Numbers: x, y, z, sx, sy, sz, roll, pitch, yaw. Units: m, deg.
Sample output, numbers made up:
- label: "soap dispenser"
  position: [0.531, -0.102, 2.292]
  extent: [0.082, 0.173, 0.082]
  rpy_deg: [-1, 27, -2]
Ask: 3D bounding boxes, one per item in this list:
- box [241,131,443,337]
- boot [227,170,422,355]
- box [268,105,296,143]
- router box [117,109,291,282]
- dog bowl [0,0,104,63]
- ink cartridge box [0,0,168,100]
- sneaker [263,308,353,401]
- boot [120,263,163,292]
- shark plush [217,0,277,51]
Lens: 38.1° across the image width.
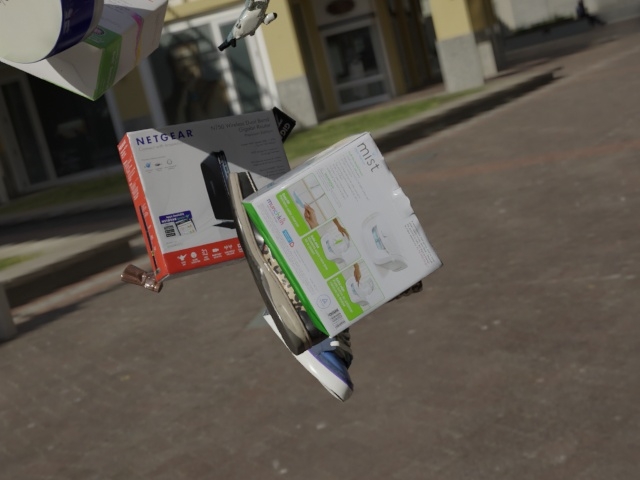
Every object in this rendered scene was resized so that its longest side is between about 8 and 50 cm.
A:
- label: "box"
  position: [0.036, -0.013, 1.548]
  extent: [0.231, 0.262, 0.127]
  rpy_deg: [-33, 10, -10]
- label: "boot"
  position: [0.000, 0.000, 1.760]
  extent: [0.284, 0.378, 0.138]
  rpy_deg: [-22, -23, -8]
- label: "box"
  position: [-0.202, -0.156, 2.178]
  extent: [0.296, 0.073, 0.293]
  rpy_deg: [-60, 15, -15]
- label: "router box"
  position: [-0.218, -0.097, 1.928]
  extent: [0.335, 0.301, 0.082]
  rpy_deg: [-14, -8, -29]
- label: "dog bowl"
  position: [-0.490, -0.430, 1.519]
  extent: [0.264, 0.265, 0.104]
  rpy_deg: [-7, 26, 35]
- label: "ink cartridge box"
  position: [-0.437, -0.425, 1.808]
  extent: [0.207, 0.119, 0.353]
  rpy_deg: [24, 36, 4]
- label: "sneaker"
  position: [0.035, 0.170, 2.006]
  extent: [0.236, 0.130, 0.323]
  rpy_deg: [-42, 44, -4]
- label: "boot"
  position: [-0.449, 0.077, 2.387]
  extent: [0.114, 0.037, 0.106]
  rpy_deg: [18, 47, 8]
- label: "shark plush"
  position: [-0.151, -0.455, 1.941]
  extent: [0.073, 0.161, 0.067]
  rpy_deg: [19, 30, -28]
